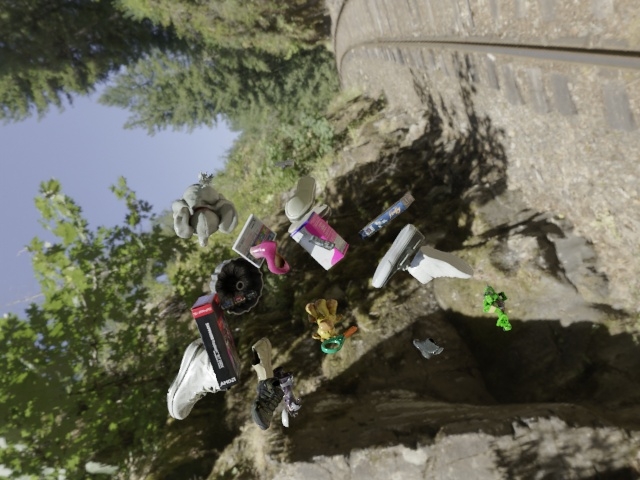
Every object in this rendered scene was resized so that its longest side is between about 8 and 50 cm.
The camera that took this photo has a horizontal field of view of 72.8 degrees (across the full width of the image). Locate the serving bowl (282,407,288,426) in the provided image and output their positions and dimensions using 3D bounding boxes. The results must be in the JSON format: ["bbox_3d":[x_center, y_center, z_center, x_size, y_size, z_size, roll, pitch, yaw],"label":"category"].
[{"bbox_3d":[-0.169,0.844,2.067,0.083,0.027,0.083,177,90,-85],"label":"serving bowl"}]

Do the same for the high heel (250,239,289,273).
[{"bbox_3d":[-0.166,0.067,1.748,0.244,0.117,0.082,45,-141,-46],"label":"high heel"}]

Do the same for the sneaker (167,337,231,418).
[{"bbox_3d":[-0.580,0.727,2.122,0.169,0.258,0.447,-9,-59,-65],"label":"sneaker"}]

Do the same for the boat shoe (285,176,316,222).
[{"bbox_3d":[-0.079,-0.170,1.935,0.305,0.109,0.091,-72,-18,-48],"label":"boat shoe"}]

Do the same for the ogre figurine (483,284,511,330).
[{"bbox_3d":[0.710,0.262,1.747,0.197,0.097,0.118,34,-145,-11],"label":"ogre figurine"}]

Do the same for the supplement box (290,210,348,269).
[{"bbox_3d":[0.000,0.000,1.860,0.220,0.111,0.114,45,-150,-8],"label":"supplement box"}]

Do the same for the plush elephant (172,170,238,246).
[{"bbox_3d":[-0.490,-0.098,1.830,0.330,0.272,0.255,115,152,-57],"label":"plush elephant"}]

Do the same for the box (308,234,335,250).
[{"bbox_3d":[0.005,0.009,1.500,0.067,0.083,0.018,148,144,-75],"label":"box"}]

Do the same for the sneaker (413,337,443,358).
[{"bbox_3d":[0.503,0.490,2.036,0.051,0.089,0.170,25,-168,-20],"label":"sneaker"}]

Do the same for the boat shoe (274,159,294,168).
[{"bbox_3d":[-0.167,-0.347,2.004,0.035,0.100,0.035,9,-106,-70],"label":"boat shoe"}]

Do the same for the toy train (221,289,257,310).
[{"bbox_3d":[-0.343,0.250,1.821,0.027,0.158,0.036,37,148,58],"label":"toy train"}]

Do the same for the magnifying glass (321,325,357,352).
[{"bbox_3d":[0.094,0.466,2.053,0.231,0.092,0.026,-23,-64,-46],"label":"magnifying glass"}]

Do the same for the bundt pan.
[{"bbox_3d":[-0.494,0.255,2.489,0.331,0.124,0.330,0,-89,-45],"label":"bundt pan"}]

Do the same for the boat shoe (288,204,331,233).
[{"bbox_3d":[-0.030,-0.081,2.043,0.096,0.335,0.112,37,-120,-20],"label":"boat shoe"}]

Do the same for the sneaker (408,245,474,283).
[{"bbox_3d":[0.567,0.143,2.077,0.108,0.293,0.169,-78,12,-51],"label":"sneaker"}]

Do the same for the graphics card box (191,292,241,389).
[{"bbox_3d":[-0.445,0.428,1.886,0.233,0.094,0.370,-158,51,-81],"label":"graphics card box"}]

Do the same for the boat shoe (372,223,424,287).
[{"bbox_3d":[0.361,0.086,1.967,0.119,0.335,0.121,35,175,-4],"label":"boat shoe"}]

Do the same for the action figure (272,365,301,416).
[{"bbox_3d":[-0.164,0.786,2.246,0.185,0.099,0.284,30,141,53],"label":"action figure"}]

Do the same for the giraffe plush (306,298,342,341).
[{"bbox_3d":[0.022,0.425,2.213,0.170,0.182,0.210,-90,-25,-53],"label":"giraffe plush"}]

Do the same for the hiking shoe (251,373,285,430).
[{"bbox_3d":[-0.197,0.618,1.682,0.086,0.114,0.226,48,-160,-28],"label":"hiking shoe"}]

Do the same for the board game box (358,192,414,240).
[{"bbox_3d":[0.287,-0.105,1.892,0.042,0.243,0.165,51,-150,0],"label":"board game box"}]

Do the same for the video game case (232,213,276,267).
[{"bbox_3d":[-0.320,0.003,2.130,0.183,0.023,0.201,43,-118,-38],"label":"video game case"}]

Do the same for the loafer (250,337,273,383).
[{"bbox_3d":[-0.294,0.613,2.131,0.102,0.092,0.268,6,100,55],"label":"loafer"}]
